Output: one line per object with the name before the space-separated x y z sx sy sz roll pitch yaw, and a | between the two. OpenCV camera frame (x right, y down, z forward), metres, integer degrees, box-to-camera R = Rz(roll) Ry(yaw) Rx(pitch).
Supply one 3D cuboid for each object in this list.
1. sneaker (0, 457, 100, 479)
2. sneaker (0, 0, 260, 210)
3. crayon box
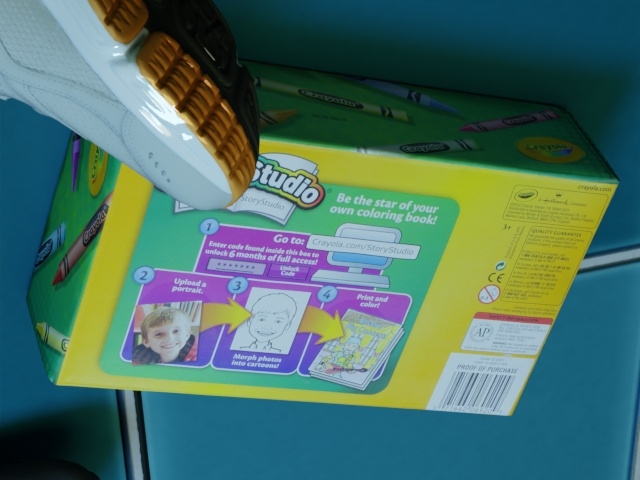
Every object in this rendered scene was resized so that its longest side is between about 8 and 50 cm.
sneaker | -0.252 0.192 0.976 0.286 0.109 0.130 -23 155 -4
sneaker | -0.142 -0.101 0.807 0.262 0.099 0.121 45 118 -10
crayon box | 0.000 0.000 0.961 0.278 0.081 0.165 6 123 -23
